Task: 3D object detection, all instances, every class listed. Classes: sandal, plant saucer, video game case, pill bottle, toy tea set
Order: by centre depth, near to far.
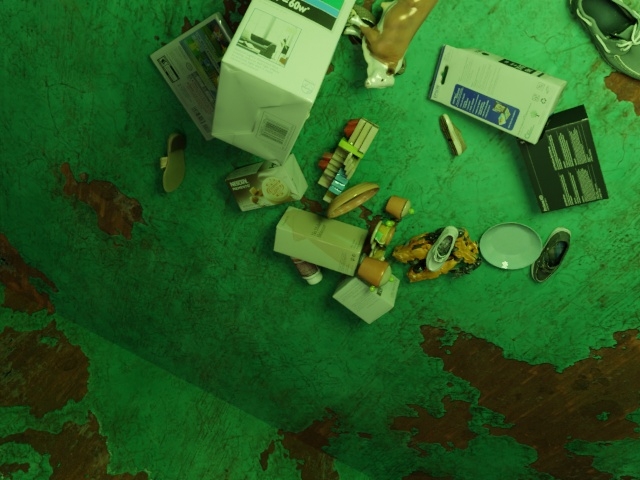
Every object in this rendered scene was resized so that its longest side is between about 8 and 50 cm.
[{"bbox_3d":[-0.347,-0.515,1.692,0.300,0.036,0.329,-16,119,31],"label":"video game case"},{"bbox_3d":[0.102,-0.138,1.732,0.200,0.200,0.037,-36,80,38],"label":"plant saucer"},{"bbox_3d":[0.630,0.010,1.736,0.195,0.037,0.195,11,131,13],"label":"plant saucer"},{"bbox_3d":[0.238,0.014,1.787,0.124,0.200,0.336,25,127,12],"label":"toy tea set"},{"bbox_3d":[-0.553,-0.300,1.934,0.079,0.088,0.240,41,131,29],"label":"sandal"},{"bbox_3d":[-0.052,0.094,2.032,0.086,0.086,0.152,-12,121,28],"label":"pill bottle"}]

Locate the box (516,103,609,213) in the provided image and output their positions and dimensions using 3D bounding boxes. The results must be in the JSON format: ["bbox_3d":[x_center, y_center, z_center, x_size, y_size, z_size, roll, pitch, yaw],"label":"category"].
[{"bbox_3d":[0.683,-0.224,1.484,0.184,0.103,0.261,-15,121,28],"label":"box"}]

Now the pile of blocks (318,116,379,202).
[{"bbox_3d":[0.058,-0.250,1.672,0.112,0.149,0.362,29,132,-2],"label":"pile of blocks"}]

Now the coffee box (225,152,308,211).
[{"bbox_3d":[-0.188,-0.202,1.838,0.246,0.098,0.141,-9,123,26],"label":"coffee box"}]

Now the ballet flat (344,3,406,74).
[{"bbox_3d":[0.145,-0.554,1.454,0.250,0.058,0.084,43,129,-15],"label":"ballet flat"}]

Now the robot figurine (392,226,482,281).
[{"bbox_3d":[0.410,0.044,1.816,0.291,0.085,0.211,-20,118,33],"label":"robot figurine"}]

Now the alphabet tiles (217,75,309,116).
[{"bbox_3d":[-0.176,-0.450,1.641,0.284,0.021,0.278,41,112,-19],"label":"alphabet tiles"}]

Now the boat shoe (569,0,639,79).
[{"bbox_3d":[0.716,-0.493,1.257,0.319,0.099,0.116,41,129,-14],"label":"boat shoe"}]

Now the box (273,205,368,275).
[{"bbox_3d":[0.000,0.000,1.899,0.311,0.148,0.121,17,130,6],"label":"box"}]

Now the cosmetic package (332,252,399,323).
[{"bbox_3d":[0.174,0.181,1.972,0.183,0.151,0.151,36,130,-11],"label":"cosmetic package"}]

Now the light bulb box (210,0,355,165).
[{"bbox_3d":[-0.103,-0.449,1.346,0.225,0.361,0.358,23,159,-8],"label":"light bulb box"}]

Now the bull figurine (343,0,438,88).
[{"bbox_3d":[0.177,-0.557,1.374,0.188,0.101,0.310,33,107,-6],"label":"bull figurine"}]

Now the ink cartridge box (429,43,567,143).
[{"bbox_3d":[0.463,-0.402,1.404,0.332,0.065,0.165,33,135,25],"label":"ink cartridge box"}]

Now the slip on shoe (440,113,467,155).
[{"bbox_3d":[0.398,-0.320,1.560,0.041,0.051,0.135,-31,108,-6],"label":"slip on shoe"}]

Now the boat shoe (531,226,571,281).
[{"bbox_3d":[0.751,0.063,1.705,0.080,0.076,0.229,19,131,6],"label":"boat shoe"}]

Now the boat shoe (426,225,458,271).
[{"bbox_3d":[0.397,0.038,1.719,0.066,0.063,0.184,32,126,5],"label":"boat shoe"}]
